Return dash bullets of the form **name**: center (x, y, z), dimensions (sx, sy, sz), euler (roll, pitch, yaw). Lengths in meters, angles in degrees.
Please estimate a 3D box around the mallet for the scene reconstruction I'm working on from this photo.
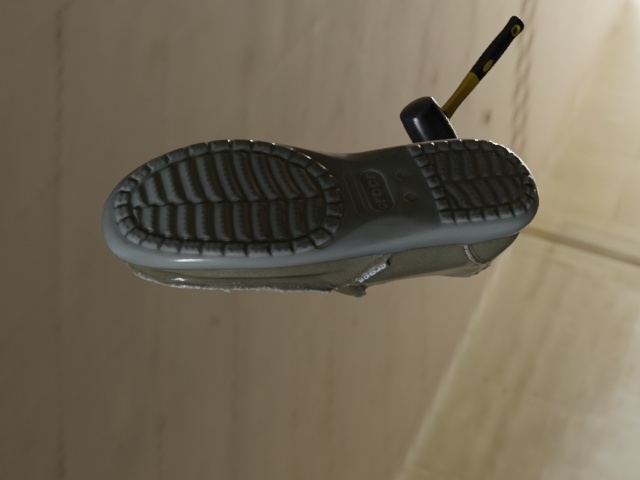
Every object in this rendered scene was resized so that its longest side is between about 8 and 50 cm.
- **mallet**: center (0.135, -0.155, 1.543), dimensions (0.062, 0.039, 0.189), euler (49, -122, -30)

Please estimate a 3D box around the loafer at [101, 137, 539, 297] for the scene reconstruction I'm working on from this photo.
- **loafer**: center (0.000, 0.000, 0.952), dimensions (0.087, 0.251, 0.094), euler (100, 164, -49)
